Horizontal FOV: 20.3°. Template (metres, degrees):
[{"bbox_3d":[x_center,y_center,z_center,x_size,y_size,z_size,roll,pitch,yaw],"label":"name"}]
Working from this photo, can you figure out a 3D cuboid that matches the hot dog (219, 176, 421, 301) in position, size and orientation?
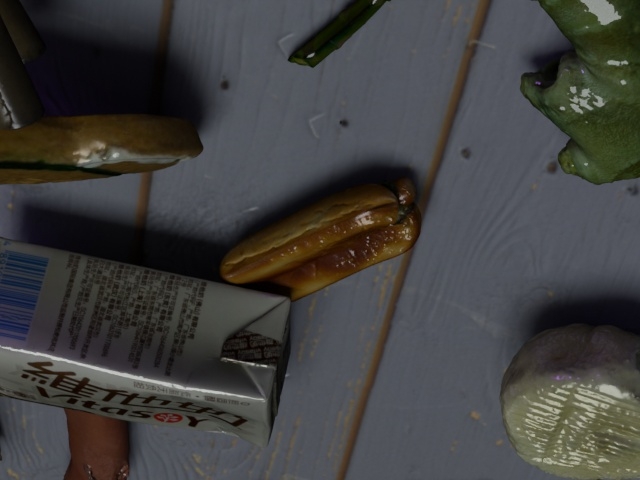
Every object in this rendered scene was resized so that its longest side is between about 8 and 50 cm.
[{"bbox_3d":[0.000,0.000,1.820,0.249,0.068,0.100,-23,141,37],"label":"hot dog"}]

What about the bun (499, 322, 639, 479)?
[{"bbox_3d":[0.299,0.163,1.864,0.220,0.134,0.220,7,144,5],"label":"bun"}]

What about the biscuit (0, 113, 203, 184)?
[{"bbox_3d":[-0.292,-0.083,1.692,0.343,0.057,0.287,-2,180,11],"label":"biscuit"}]

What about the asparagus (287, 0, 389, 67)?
[{"bbox_3d":[0.040,-0.216,1.608,0.034,0.027,0.236,22,139,-25],"label":"asparagus"}]

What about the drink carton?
[{"bbox_3d":[-0.200,0.114,1.910,0.324,0.132,0.194,11,160,3],"label":"drink carton"}]

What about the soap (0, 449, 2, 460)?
[{"bbox_3d":[-0.548,0.179,2.098,0.293,0.156,0.335,8,138,11],"label":"soap"}]

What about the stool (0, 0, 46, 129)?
[{"bbox_3d":[-0.355,-0.198,1.534,0.272,0.272,0.178,-2,119,17],"label":"stool"}]

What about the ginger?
[{"bbox_3d":[0.241,-0.159,1.574,0.137,0.089,0.290,17,145,25],"label":"ginger"}]

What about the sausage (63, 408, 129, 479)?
[{"bbox_3d":[-0.273,0.242,2.145,0.087,0.079,0.327,2,139,-2],"label":"sausage"}]
